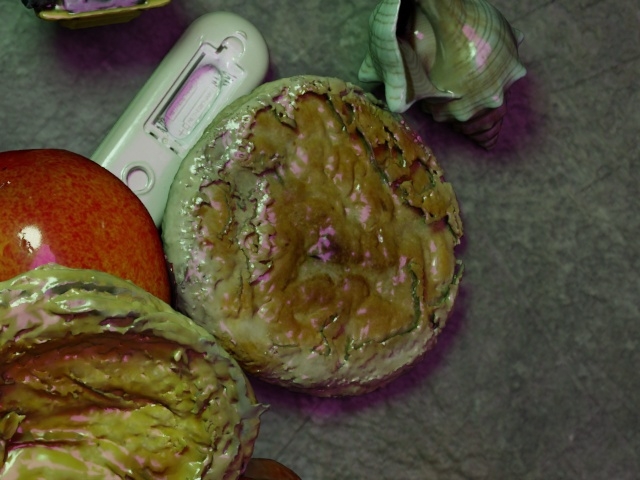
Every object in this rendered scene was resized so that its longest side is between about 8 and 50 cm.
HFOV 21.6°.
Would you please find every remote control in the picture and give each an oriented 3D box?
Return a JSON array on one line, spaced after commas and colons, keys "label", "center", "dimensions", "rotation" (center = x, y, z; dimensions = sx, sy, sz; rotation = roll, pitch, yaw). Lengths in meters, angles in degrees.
[{"label": "remote control", "center": [-0.118, -0.091, 1.341], "dimensions": [0.078, 0.042, 0.221], "rotation": [37, 74, -11]}]

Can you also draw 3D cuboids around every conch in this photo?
[{"label": "conch", "center": [0.084, -0.155, 1.373], "dimensions": [0.234, 0.114, 0.137], "rotation": [33, 74, -33]}]

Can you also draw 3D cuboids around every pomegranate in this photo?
[{"label": "pomegranate", "center": [-0.201, 0.047, 1.210], "dimensions": [0.210, 0.210, 0.235], "rotation": [-16, 76, -19]}]

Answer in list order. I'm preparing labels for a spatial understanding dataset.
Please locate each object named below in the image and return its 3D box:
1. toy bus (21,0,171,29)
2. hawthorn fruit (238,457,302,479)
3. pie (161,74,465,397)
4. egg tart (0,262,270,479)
[{"label": "toy bus", "center": [-0.205, -0.329, 1.302], "dimensions": [0.121, 0.123, 0.335], "rotation": [-11, 87, -20]}, {"label": "hawthorn fruit", "center": [-0.087, 0.290, 1.219], "dimensions": [0.211, 0.210, 0.262], "rotation": [-1, 87, -17]}, {"label": "pie", "center": [0.000, 0.000, 1.350], "dimensions": [0.274, 0.055, 0.274], "rotation": [3, 84, -28]}, {"label": "egg tart", "center": [-0.163, 0.119, 1.088], "dimensions": [0.252, 0.098, 0.231], "rotation": [-1, 106, -19]}]
